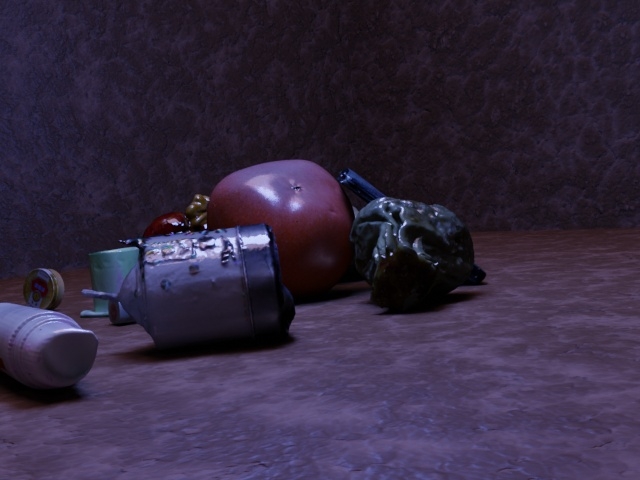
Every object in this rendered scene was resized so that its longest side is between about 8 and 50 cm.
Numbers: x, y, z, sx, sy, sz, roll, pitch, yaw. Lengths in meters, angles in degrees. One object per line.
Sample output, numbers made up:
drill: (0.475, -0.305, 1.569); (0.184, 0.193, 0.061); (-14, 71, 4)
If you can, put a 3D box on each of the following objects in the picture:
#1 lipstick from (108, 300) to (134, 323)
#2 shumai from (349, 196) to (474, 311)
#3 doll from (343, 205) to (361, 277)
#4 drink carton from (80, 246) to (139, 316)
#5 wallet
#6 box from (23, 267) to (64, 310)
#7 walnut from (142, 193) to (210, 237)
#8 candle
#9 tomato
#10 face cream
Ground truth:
lipstick: (-0.329, 0.131, 1.626); (0.186, 0.057, 0.063); (-4, 1, -36)
shumai: (0.175, 0.061, 1.510); (0.261, 0.222, 0.225); (29, -48, -34)
doll: (0.000, 0.000, 2.039); (0.350, 0.247, 0.247); (10, -1, -15)
drink carton: (-0.445, 0.090, 1.785); (0.146, 0.142, 0.144); (-6, 2, 24)
wallet: (0.196, -0.034, 1.780); (0.379, 0.046, 0.191); (38, 3, -5)
box: (-0.664, 0.119, 1.933); (0.105, 0.105, 0.037); (-3, -4, 28)
walnut: (-0.303, 0.007, 1.919); (0.222, 0.244, 0.269); (25, -16, 1)
candle: (-0.210, 0.077, 1.242); (0.330, 0.187, 0.187); (-7, 3, -5)
tomato: (-0.073, -0.040, 1.753); (0.341, 0.272, 0.341); (1, 45, -1)
face cream: (-0.390, 0.140, 1.084); (0.102, 0.102, 0.345); (-7, 3, -32)
